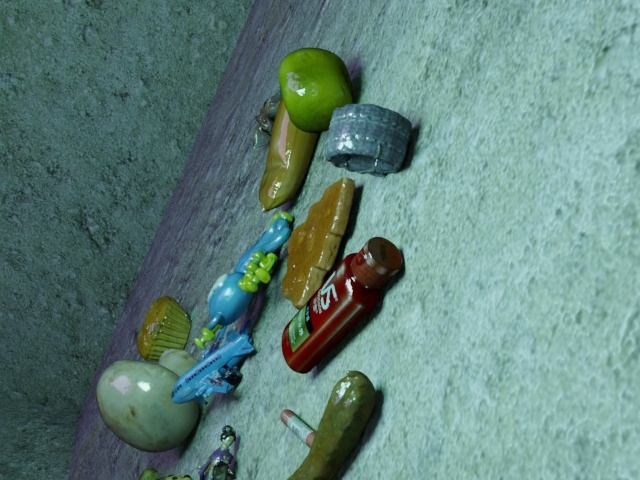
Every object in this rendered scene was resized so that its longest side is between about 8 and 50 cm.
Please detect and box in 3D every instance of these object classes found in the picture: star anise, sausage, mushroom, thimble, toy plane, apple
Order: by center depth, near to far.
[{"bbox_3d":[-0.031,0.339,1.255,0.223,0.029,0.029,8,79,69],"label":"sausage"},{"bbox_3d":[0.084,-0.181,1.278,0.150,0.150,0.097,-11,66,66],"label":"thimble"},{"bbox_3d":[-0.010,-0.344,1.609,0.157,0.196,0.196,-16,44,14],"label":"apple"},{"bbox_3d":[-0.260,0.315,1.721,0.271,0.105,0.254,-48,26,16],"label":"toy plane"},{"bbox_3d":[-0.075,-0.233,1.766,0.134,0.116,0.353,12,86,55],"label":"sausage"},{"bbox_3d":[-0.451,0.416,1.930,0.297,0.298,0.290,-44,9,49],"label":"mushroom"},{"bbox_3d":[-0.154,-0.381,2.173,0.171,0.063,0.208,-52,23,30],"label":"star anise"}]

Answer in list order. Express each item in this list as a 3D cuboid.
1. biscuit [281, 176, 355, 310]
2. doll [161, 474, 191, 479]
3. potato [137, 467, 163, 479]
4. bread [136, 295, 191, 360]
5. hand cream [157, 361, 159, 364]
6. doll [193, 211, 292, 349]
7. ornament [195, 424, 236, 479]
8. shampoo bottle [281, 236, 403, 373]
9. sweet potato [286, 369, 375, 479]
[{"bbox_3d":[0.000,0.000,1.460,0.306,0.043,0.283,-60,20,29],"label":"biscuit"},{"bbox_3d":[-0.338,0.625,1.682,0.117,0.086,0.291,-45,15,-20],"label":"doll"},{"bbox_3d":[-0.496,0.748,1.955,0.117,0.090,0.225,-23,51,62],"label":"potato"},{"bbox_3d":[-0.532,0.301,2.375,0.240,0.139,0.239,-51,28,40],"label":"bread"},{"bbox_3d":[-0.562,0.427,2.487,0.061,0.039,0.143,-25,53,59],"label":"hand cream"},{"bbox_3d":[-0.186,0.078,1.698,0.346,0.099,0.341,-45,16,50],"label":"doll"},{"bbox_3d":[-0.217,0.493,1.503,0.081,0.088,0.203,-33,40,56],"label":"ornament"},{"bbox_3d":[0.030,0.114,1.241,0.314,0.076,0.118,-51,25,41],"label":"shampoo bottle"},{"bbox_3d":[0.015,0.321,1.108,0.075,0.075,0.273,-112,43,-60],"label":"sweet potato"}]
